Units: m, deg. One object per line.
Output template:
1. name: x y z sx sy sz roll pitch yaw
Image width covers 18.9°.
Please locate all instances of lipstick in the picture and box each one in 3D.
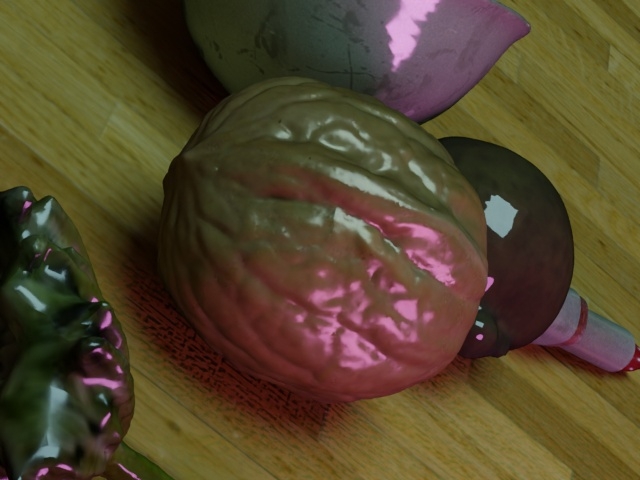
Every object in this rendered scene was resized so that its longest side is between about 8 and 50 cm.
1. lipstick: 0.238 0.082 1.734 0.186 0.063 0.057 26 68 -44

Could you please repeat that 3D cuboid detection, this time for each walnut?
1. walnut: 0.000 0.000 1.386 0.261 0.225 0.225 32 36 -29

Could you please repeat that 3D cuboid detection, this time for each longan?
1. longan: 0.125 0.014 1.567 0.185 0.159 0.204 41 35 -28

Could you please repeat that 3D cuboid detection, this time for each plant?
1. plant: -0.167 0.132 1.173 0.251 0.180 0.333 -106 174 -45

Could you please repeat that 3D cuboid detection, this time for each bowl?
1. bowl: 0.001 -0.153 1.570 0.313 0.146 0.313 19 0 0
